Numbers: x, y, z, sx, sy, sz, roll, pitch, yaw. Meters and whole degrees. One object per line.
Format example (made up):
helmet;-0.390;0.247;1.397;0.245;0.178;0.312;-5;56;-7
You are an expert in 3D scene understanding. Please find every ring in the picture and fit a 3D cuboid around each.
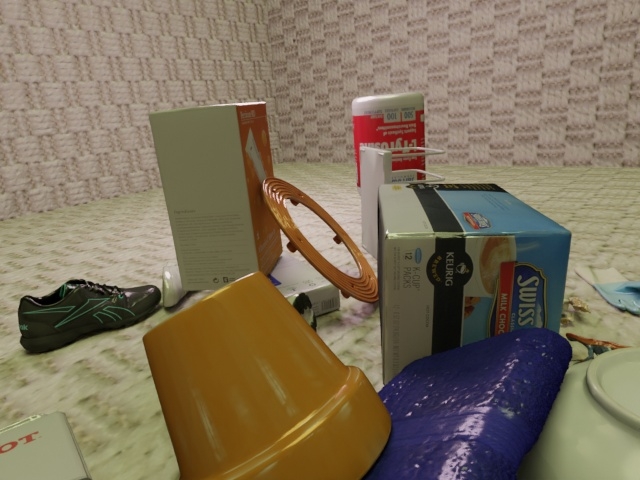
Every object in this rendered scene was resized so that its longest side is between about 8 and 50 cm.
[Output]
ring;0.000;0.000;0.924;0.032;0.336;0.336;-43;7;17

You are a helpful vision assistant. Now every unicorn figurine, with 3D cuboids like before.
unicorn figurine;0.385;0.105;0.809;0.161;0.060;0.111;18;23;17

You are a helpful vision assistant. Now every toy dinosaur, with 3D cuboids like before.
toy dinosaur;0.394;0.148;0.632;0.047;0.090;0.082;-1;39;-51

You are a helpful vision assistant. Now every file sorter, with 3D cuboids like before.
file sorter;0.211;-0.101;1.159;0.172;0.278;0.193;-7;16;-11

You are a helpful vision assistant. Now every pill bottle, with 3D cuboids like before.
pill bottle;0.228;-0.263;1.470;0.228;0.408;0.229;-5;16;2

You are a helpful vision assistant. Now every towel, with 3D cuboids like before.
towel;0.098;0.197;0.413;0.308;0.076;0.227;-27;-4;-46

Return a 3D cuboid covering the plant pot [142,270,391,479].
plant pot;-0.068;0.141;0.432;0.205;0.188;0.205;-31;-3;-2

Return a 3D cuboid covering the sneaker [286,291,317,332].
sneaker;-0.100;0.173;0.685;0.118;0.107;0.279;-18;6;26

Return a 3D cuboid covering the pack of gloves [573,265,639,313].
pack of gloves;0.624;0.075;0.843;0.194;0.046;0.232;-3;17;10

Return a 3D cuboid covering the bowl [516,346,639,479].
bowl;0.311;0.188;0.398;0.297;0.134;0.298;-5;16;2

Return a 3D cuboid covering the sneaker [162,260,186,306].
sneaker;-0.313;0.091;1.032;0.094;0.080;0.212;3;13;-14

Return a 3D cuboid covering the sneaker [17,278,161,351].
sneaker;-0.446;0.126;0.889;0.267;0.106;0.101;-18;20;-42

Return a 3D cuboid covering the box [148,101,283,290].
box;-0.195;-0.098;0.924;0.168;0.346;0.215;-3;18;9

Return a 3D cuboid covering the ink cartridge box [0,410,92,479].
ink cartridge box;-0.240;0.273;0.277;0.223;0.129;0.307;-17;20;-35

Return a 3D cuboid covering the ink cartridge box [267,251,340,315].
ink cartridge box;-0.110;0.089;0.983;0.165;0.065;0.332;-14;20;-25

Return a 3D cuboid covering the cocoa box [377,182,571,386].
cocoa box;0.209;0.046;0.728;0.227;0.232;0.347;0;17;6
